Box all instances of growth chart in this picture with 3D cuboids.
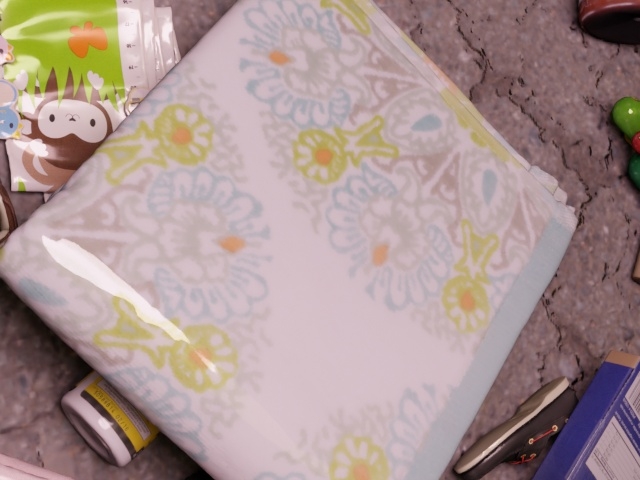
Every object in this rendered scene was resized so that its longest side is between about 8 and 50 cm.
[{"bbox_3d":[-0.161,-0.096,0.855,0.171,0.021,0.237,-17,91,-26],"label":"growth chart"}]

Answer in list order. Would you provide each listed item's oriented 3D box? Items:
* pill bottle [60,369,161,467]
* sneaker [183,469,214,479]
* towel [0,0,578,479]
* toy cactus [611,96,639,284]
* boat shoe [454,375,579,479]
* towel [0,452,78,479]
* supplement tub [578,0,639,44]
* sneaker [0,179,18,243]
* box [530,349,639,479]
[{"bbox_3d":[-0.117,0.097,0.827,0.116,0.065,0.065,-42,102,-23],"label":"pill bottle"},{"bbox_3d":[-0.081,0.214,0.833,0.211,0.080,0.081,-11,103,-22],"label":"sneaker"},{"bbox_3d":[0.000,0.000,0.844,0.320,0.090,0.374,43,55,-10],"label":"towel"},{"bbox_3d":[0.340,-0.037,1.058,0.219,0.112,0.181,31,81,-28],"label":"toy cactus"},{"bbox_3d":[0.165,0.161,0.966,0.133,0.049,0.042,-30,89,-30],"label":"boat shoe"},{"bbox_3d":[-0.219,0.293,0.719,0.316,0.053,0.332,24,89,-23],"label":"towel"},{"bbox_3d":[0.285,-0.281,1.049,0.106,0.106,0.198,10,79,-25],"label":"supplement tub"},{"bbox_3d":[-0.248,-0.071,0.779,0.066,0.071,0.188,-31,98,-25],"label":"sneaker"},{"bbox_3d":[0.221,0.218,0.969,0.225,0.036,0.136,-53,128,-23],"label":"box"}]
